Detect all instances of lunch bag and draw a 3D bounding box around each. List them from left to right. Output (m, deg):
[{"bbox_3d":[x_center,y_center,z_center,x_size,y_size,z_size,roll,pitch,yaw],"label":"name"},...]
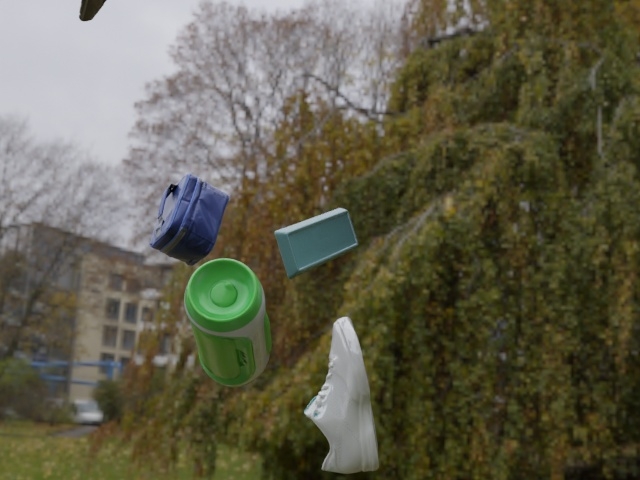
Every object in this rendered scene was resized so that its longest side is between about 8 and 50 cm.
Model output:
[{"bbox_3d":[-0.152,-0.029,1.100,0.065,0.098,0.067,28,-36,-23],"label":"lunch bag"}]

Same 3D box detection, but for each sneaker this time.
[{"bbox_3d":[0.022,0.213,1.316,0.094,0.212,0.080,-8,-6,4],"label":"sneaker"}]

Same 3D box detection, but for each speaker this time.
[{"bbox_3d":[-0.148,0.141,1.572,0.131,0.131,0.296,3,-27,1],"label":"speaker"}]

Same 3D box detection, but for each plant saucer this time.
[{"bbox_3d":[0.000,0.000,1.344,0.018,0.067,0.192,-15,4,30],"label":"plant saucer"}]

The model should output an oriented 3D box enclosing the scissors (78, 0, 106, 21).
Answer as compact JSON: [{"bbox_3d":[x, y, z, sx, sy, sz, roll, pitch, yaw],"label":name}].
[{"bbox_3d":[-0.117,-0.174,0.537,0.109,0.021,0.297,4,-5,-37],"label":"scissors"}]
